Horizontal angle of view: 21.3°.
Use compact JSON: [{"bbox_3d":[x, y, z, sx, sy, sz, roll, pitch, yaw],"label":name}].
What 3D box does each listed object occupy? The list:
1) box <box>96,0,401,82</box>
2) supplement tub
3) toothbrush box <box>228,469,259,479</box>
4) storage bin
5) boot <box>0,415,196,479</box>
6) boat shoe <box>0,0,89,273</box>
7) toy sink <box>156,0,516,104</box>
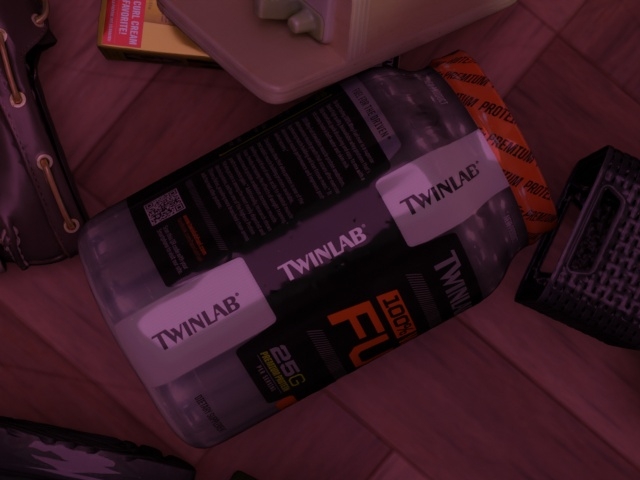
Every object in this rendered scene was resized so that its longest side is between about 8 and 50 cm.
[{"bbox_3d":[-0.051,-0.173,1.317,0.232,0.058,0.087,7,86,1],"label":"box"},{"bbox_3d":[0.000,0.000,1.244,0.316,0.193,0.193,-29,88,0],"label":"supplement tub"},{"bbox_3d":[0.033,0.287,1.228,0.283,0.206,0.122,25,88,1],"label":"toothbrush box"},{"bbox_3d":[0.212,0.007,1.248,0.084,0.180,0.122,25,89,0],"label":"storage bin"},{"bbox_3d":[-0.301,0.348,1.256,0.367,0.146,0.445,8,85,9],"label":"boot"},{"bbox_3d":[-0.246,-0.138,1.293,0.097,0.116,0.324,-11,92,-5],"label":"boat shoe"},{"bbox_3d":[0.016,-0.222,1.211,0.234,0.131,0.153,-25,51,-29],"label":"toy sink"}]
